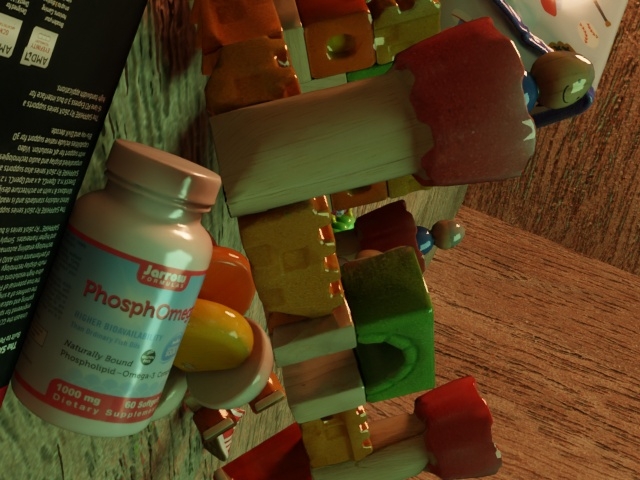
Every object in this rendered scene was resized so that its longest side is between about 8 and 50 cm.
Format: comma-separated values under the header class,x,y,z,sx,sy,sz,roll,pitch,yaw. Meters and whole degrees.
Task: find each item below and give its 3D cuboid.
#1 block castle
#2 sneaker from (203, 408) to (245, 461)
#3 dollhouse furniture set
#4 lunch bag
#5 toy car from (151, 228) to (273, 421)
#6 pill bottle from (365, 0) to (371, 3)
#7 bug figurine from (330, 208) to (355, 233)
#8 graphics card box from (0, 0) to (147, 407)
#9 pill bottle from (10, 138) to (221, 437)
class,x,y,z,sx,sy,sz,roll,pitch,yaw
block castle,0.047,-0.028,0.654,0.453,0.213,0.303,79,-4,-50
sneaker,-0.141,0.277,1.262,0.067,0.042,0.118,-55,161,-31
dollhouse furniture set,-0.103,0.324,1.099,0.259,0.262,0.135,-29,161,-8
lunch bag,0.137,-0.246,0.988,0.385,0.239,0.327,-28,-156,53
toy car,-0.130,0.052,0.656,0.159,0.182,0.136,45,39,-46
pill bottle,-0.001,-0.225,0.772,0.117,0.118,0.208,-44,155,-59
bug figurine,0.000,0.000,1.277,0.216,0.072,0.279,-59,165,-32
graphics card box,-0.182,-0.071,0.364,0.370,0.094,0.233,-67,168,8
pill bottle,-0.116,0.026,0.504,0.160,0.087,0.087,-69,167,7
